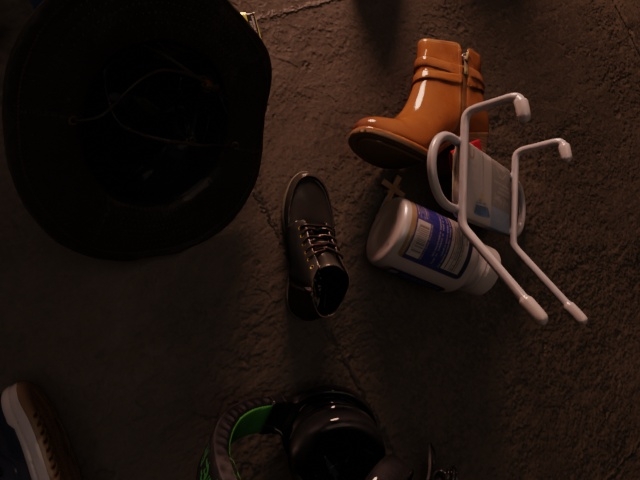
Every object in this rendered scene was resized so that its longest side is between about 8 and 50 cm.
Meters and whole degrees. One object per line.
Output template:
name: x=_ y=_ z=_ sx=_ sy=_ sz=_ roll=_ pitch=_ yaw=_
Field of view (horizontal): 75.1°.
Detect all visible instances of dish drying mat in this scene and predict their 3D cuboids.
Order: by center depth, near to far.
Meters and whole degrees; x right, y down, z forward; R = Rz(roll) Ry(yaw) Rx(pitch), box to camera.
dish drying mat: x=0.231 y=-0.136 z=0.660 sx=0.083 sy=0.008 sz=0.032 roll=-26 pitch=111 yaw=-33

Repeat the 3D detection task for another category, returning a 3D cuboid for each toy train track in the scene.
toy train track: x=0.110 y=-0.070 z=0.689 sx=0.048 sy=0.014 sz=0.083 roll=32 pitch=78 yaw=-20

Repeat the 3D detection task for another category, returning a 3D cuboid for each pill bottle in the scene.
pill bottle: x=0.177 y=0.017 z=0.645 sx=0.187 sy=0.112 sz=0.112 roll=23 pitch=75 yaw=-16

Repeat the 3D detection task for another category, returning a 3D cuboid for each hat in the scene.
hat: x=-0.213 y=-0.143 z=0.496 sx=0.134 sy=0.331 sz=0.331 roll=32 pitch=66 yaw=31

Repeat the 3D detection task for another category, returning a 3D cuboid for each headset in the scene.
headset: x=0.037 y=0.313 z=0.503 sx=0.394 sy=0.243 sz=0.185 roll=18 pitch=100 yaw=-34

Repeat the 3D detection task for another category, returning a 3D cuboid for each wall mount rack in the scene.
wall mount rack: x=0.296 y=-0.032 z=0.621 sx=0.350 sy=0.131 sz=0.304 roll=11 pitch=79 yaw=-44

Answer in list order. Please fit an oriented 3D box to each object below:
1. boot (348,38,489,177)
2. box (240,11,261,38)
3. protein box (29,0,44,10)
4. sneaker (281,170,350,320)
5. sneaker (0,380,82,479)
boot: x=0.169 y=-0.227 z=0.674 sx=0.284 sy=0.109 sz=0.220 roll=3 pitch=87 yaw=-25
box: x=-0.202 y=-0.258 z=0.566 sx=0.232 sy=0.087 sz=0.058 roll=-12 pitch=86 yaw=-22
protein box: x=-0.252 y=-0.352 z=0.500 sx=0.200 sy=0.201 sz=0.135 roll=-13 pitch=86 yaw=-21
sneaker: x=0.000 y=0.000 z=0.580 sx=0.083 sy=0.118 sz=0.221 roll=0 pitch=82 yaw=-20
sneaker: x=-0.327 y=0.302 z=0.425 sx=0.153 sy=0.099 sz=0.282 roll=-19 pitch=91 yaw=-23
